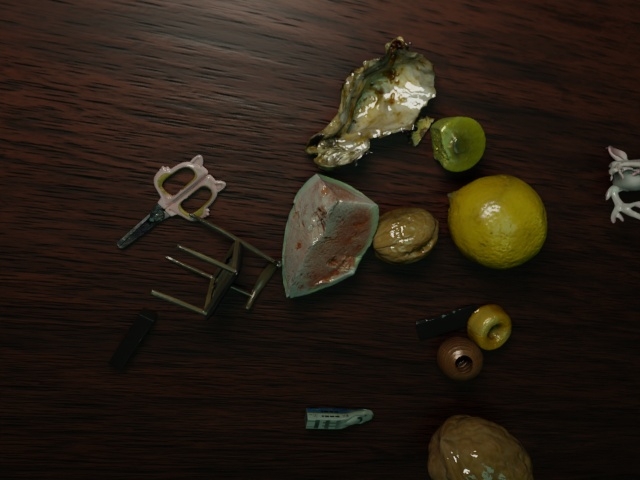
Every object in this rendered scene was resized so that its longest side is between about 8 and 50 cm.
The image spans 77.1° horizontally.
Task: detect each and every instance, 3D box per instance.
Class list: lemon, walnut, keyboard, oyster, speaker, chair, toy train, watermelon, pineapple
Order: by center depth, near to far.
[{"bbox_3d":[0.114,-0.285,0.921,0.198,0.133,0.337,36,106,-22],"label":"oyster"},{"bbox_3d":[0.000,0.000,0.997,0.224,0.180,0.305,30,117,9],"label":"watermelon"},{"bbox_3d":[-0.245,0.085,1.000,0.272,0.166,0.188,27,117,-20],"label":"chair"},{"bbox_3d":[0.244,-0.280,1.003,0.045,0.019,0.083,26,106,-23],"label":"pineapple"},{"bbox_3d":[0.447,-0.041,1.020,0.228,0.228,0.253,-37,119,8],"label":"lemon"},{"bbox_3d":[0.220,-0.016,1.042,0.184,0.155,0.155,-17,114,0],"label":"walnut"},{"bbox_3d":[-0.523,0.273,1.116,0.046,0.040,0.191,33,105,-17],"label":"speaker"},{"bbox_3d":[0.395,0.255,1.252,0.197,0.015,0.074,-17,118,0],"label":"keyboard"},{"bbox_3d":[0.067,0.588,1.325,0.234,0.051,0.052,6,115,-10],"label":"toy train"},{"bbox_3d":[0.513,0.739,1.329,0.344,0.306,0.306,38,103,-13],"label":"walnut"}]

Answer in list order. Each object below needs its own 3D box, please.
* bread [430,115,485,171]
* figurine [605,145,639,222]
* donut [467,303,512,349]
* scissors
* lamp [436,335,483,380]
[{"bbox_3d":[0.331,-0.240,0.978,0.111,0.114,0.129,-11,113,-4],"label":"bread"},{"bbox_3d":[0.863,-0.175,1.007,0.316,0.284,0.206,-29,112,17],"label":"figurine"},{"bbox_3d":[0.529,0.274,1.248,0.152,0.058,0.151,-7,116,-14],"label":"donut"},{"bbox_3d":[-0.386,-0.080,0.996,0.318,0.024,0.160,-36,115,7],"label":"scissors"},{"bbox_3d":[0.429,0.364,1.239,0.137,0.136,0.136,-3,113,-7],"label":"lamp"}]
